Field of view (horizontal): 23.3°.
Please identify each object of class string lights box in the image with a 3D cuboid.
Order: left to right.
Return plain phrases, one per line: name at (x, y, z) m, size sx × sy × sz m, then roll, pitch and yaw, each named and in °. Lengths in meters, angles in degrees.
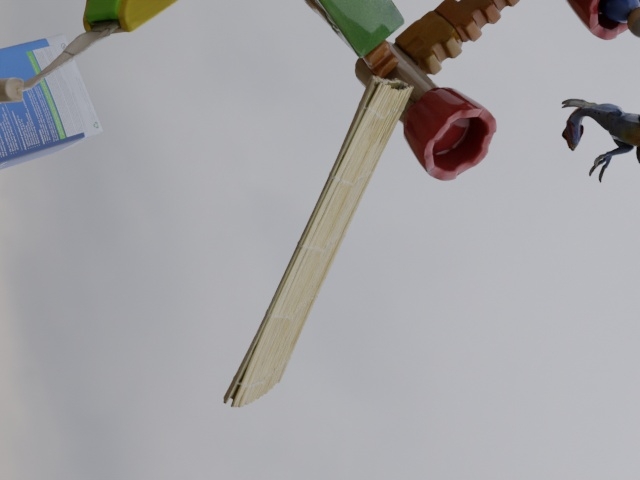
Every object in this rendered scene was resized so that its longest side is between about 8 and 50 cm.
string lights box at (-0.389, -0.151, 1.834) m, size 0.076 × 0.259 × 0.133 m, roll -19°, pitch -87°, yaw 39°

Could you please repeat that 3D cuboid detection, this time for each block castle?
block castle at (0.121, -0.276, 1.380) m, size 0.213 × 0.303 × 0.453 m, roll 49°, pitch 0°, yaw 38°

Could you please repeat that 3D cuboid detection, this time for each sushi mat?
sushi mat at (0.000, 0.000, 1.394) m, size 0.317 × 0.019 × 0.151 m, roll -65°, pitch 170°, yaw 8°

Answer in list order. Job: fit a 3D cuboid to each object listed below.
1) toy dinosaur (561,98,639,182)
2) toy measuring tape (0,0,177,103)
toy dinosaur at (0.180, -0.059, 0.904) m, size 0.082 × 0.090 × 0.047 m, roll -128°, pitch -141°, yaw -58°
toy measuring tape at (-0.210, -0.249, 1.462) m, size 0.121 × 0.330 × 0.121 m, roll 23°, pitch -46°, yaw 26°
